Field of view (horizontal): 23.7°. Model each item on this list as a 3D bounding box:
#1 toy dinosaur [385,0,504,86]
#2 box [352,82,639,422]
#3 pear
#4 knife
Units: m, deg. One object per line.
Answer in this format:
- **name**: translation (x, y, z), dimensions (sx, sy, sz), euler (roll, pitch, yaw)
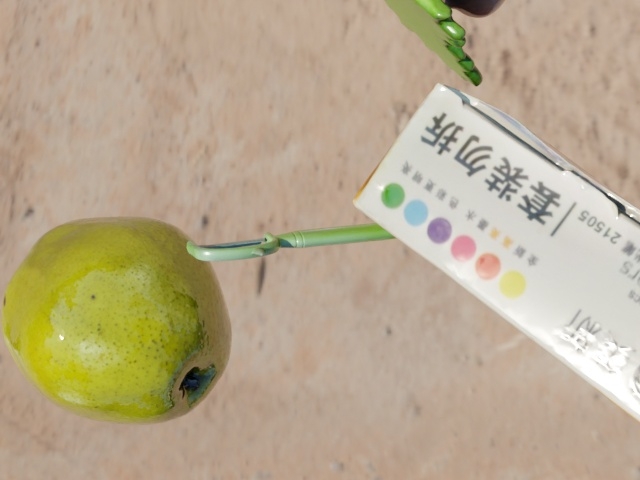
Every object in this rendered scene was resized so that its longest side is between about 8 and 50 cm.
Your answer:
- **toy dinosaur**: translation (0.114, -0.197, 0.895), dimensions (0.177, 0.194, 0.152), euler (-45, 152, -2)
- **box**: translation (0.161, 0.025, 0.887), dimensions (0.220, 0.274, 0.091), euler (37, 95, 25)
- **pear**: translation (-0.173, 0.066, 1.314), dimensions (0.198, 0.198, 0.198), euler (-2, 118, -3)
- **knife**: translation (0.000, -0.001, 1.241), dimensions (0.212, 0.054, 0.015), euler (-6, 101, -19)
